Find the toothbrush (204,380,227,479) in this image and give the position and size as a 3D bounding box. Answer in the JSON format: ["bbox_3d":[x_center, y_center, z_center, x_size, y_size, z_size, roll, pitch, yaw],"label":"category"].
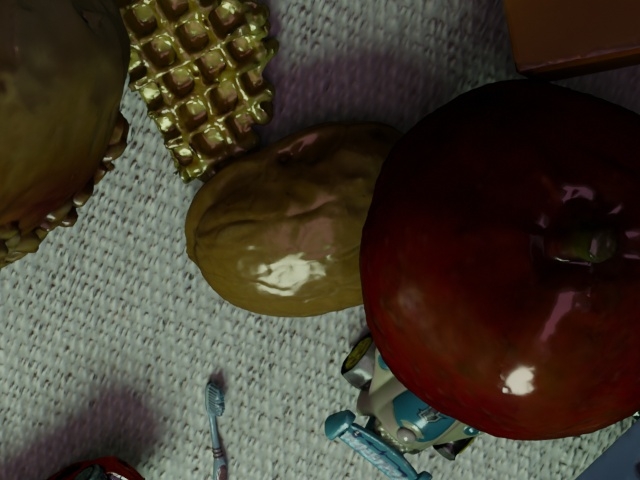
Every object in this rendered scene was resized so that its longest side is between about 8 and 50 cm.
[{"bbox_3d":[-0.084,0.209,1.527,0.013,0.019,0.193,-21,119,-35],"label":"toothbrush"}]

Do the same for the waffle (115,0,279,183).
[{"bbox_3d":[-0.113,-0.132,1.370,0.160,0.046,0.192,7,115,-5],"label":"waffle"}]

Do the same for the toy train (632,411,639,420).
[{"bbox_3d":[0.238,0.064,1.432,0.251,0.085,0.119,37,99,-13],"label":"toy train"}]

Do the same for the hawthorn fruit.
[{"bbox_3d":[0.155,0.014,1.227,0.265,0.307,0.265,0,91,-2],"label":"hawthorn fruit"}]

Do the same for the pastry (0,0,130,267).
[{"bbox_3d":[-0.320,-0.068,1.230,0.409,0.409,0.245,-19,101,8],"label":"pastry"}]

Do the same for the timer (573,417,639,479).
[{"bbox_3d":[0.395,0.215,1.405,0.395,0.173,0.395,-11,130,-13],"label":"timer"}]

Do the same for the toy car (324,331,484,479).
[{"bbox_3d":[0.091,0.128,1.424,0.126,0.098,0.161,39,140,-13],"label":"toy car"}]

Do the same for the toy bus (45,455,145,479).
[{"bbox_3d":[-0.223,0.247,1.505,0.195,0.089,0.081,-34,109,14],"label":"toy bus"}]

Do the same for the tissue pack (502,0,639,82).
[{"bbox_3d":[0.261,-0.230,1.232,0.274,0.145,0.194,-9,89,12],"label":"tissue pack"}]

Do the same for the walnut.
[{"bbox_3d":[-0.001,0.002,1.387,0.211,0.087,0.167,-21,128,5],"label":"walnut"}]
